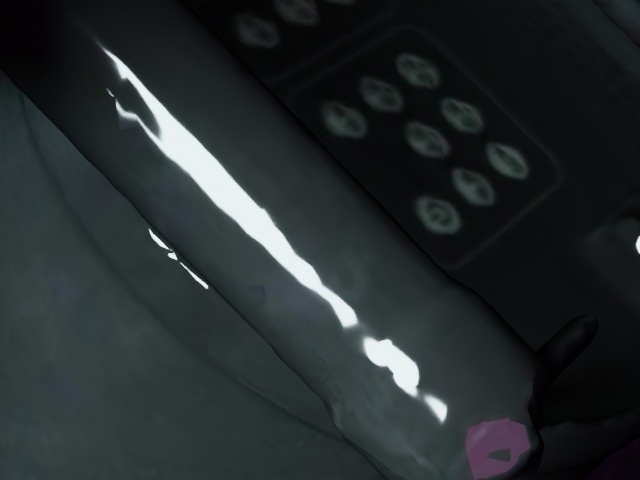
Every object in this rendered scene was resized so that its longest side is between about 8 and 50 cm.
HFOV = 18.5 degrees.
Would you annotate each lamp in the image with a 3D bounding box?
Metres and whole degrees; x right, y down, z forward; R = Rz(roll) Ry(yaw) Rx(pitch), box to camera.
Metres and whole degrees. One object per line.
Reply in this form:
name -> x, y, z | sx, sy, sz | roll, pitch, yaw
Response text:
lamp -> -0.032, 0.031, 0.562 | 0.272, 0.205, 0.374 | -49, 172, 23
